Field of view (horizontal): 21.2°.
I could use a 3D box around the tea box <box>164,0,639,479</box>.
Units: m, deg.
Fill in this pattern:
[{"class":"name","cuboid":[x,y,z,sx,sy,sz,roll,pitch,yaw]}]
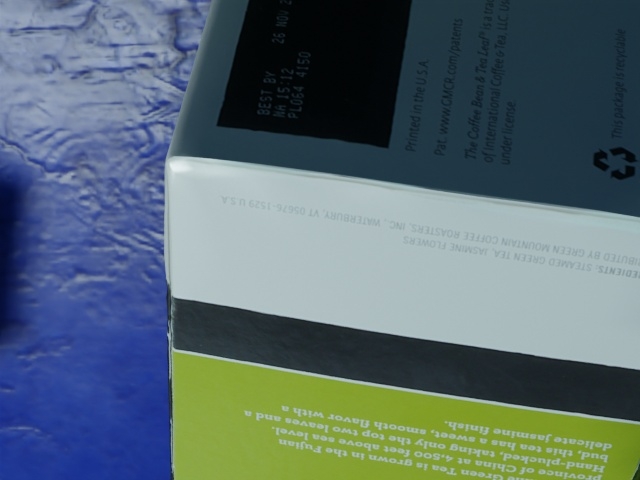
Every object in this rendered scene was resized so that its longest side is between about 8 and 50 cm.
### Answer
[{"class":"tea box","cuboid":[0.058,-0.028,0.856,0.220,0.329,0.324,9,139,3]}]
